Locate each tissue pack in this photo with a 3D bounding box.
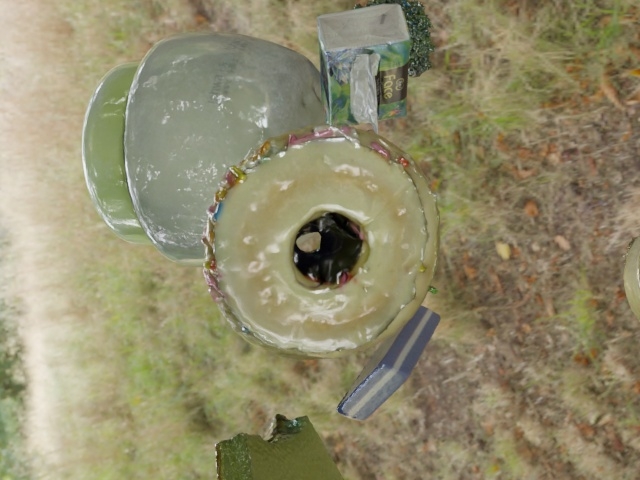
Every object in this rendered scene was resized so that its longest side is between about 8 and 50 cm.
[{"bbox_3d":[0.044,-0.159,0.873,0.111,0.085,0.079,87,172,-57],"label":"tissue pack"}]

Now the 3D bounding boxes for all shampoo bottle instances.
[{"bbox_3d":[-0.137,-0.125,1.236,0.317,0.322,0.323,-3,99,18],"label":"shampoo bottle"}]

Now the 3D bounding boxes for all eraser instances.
[{"bbox_3d":[0.083,0.136,1.026,0.036,0.225,0.082,42,112,4],"label":"eraser"}]

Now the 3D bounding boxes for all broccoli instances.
[{"bbox_3d":[0.119,-0.324,1.491,0.167,0.155,0.160,7,149,24],"label":"broccoli"}]

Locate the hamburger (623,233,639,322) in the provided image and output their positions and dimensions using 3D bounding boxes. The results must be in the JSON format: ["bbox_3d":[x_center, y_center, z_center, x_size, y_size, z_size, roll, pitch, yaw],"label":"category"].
[{"bbox_3d":[0.365,0.051,0.784,0.173,0.116,0.210,-42,77,35],"label":"hamburger"}]

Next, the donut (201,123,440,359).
[{"bbox_3d":[0.000,0.000,0.627,0.068,0.174,0.175,-129,38,-71],"label":"donut"}]

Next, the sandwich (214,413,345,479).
[{"bbox_3d":[-0.043,0.285,0.862,0.063,0.245,0.212,-31,90,24],"label":"sandwich"}]
